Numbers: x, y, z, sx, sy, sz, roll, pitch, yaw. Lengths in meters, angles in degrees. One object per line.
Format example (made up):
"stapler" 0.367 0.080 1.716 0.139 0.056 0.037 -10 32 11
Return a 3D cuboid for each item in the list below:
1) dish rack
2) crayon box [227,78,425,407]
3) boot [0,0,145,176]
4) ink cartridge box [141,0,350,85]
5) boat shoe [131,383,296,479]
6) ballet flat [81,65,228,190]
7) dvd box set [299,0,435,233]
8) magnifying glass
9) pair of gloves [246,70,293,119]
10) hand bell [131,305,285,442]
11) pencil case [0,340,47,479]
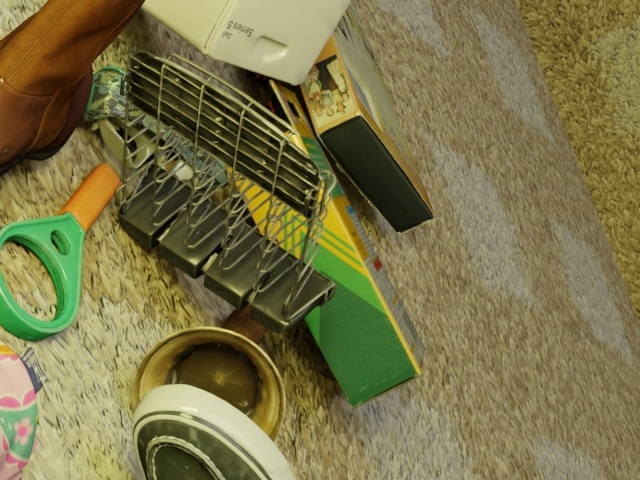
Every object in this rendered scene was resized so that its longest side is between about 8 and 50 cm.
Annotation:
"dish rack" -0.076 -0.045 1.060 0.208 0.271 0.074 32 58 12
"crayon box" 0.000 0.000 1.346 0.323 0.083 0.203 63 6 0
"boot" -0.177 -0.175 0.978 0.096 0.280 0.264 46 27 -2
"ink cartridge box" -0.129 -0.278 1.252 0.273 0.115 0.198 37 14 23
"boat shoe" -0.066 0.254 0.980 0.105 0.113 0.306 -60 135 -56
"ballet flat" -0.159 -0.084 1.216 0.188 0.070 0.070 42 31 -39
"dvd box set" 0.015 -0.245 1.623 0.307 0.062 0.421 45 24 -60
"magnifying glass" -0.212 -0.001 1.053 0.092 0.026 0.231 54 24 -18
"pair of gloves" -0.061 -0.185 1.569 0.083 0.010 0.074 62 23 -4
"hand bell" -0.079 0.099 1.153 0.126 0.126 0.242 58 12 -10
"pencil case" -0.250 0.151 0.697 0.124 0.124 0.284 57 22 -13
